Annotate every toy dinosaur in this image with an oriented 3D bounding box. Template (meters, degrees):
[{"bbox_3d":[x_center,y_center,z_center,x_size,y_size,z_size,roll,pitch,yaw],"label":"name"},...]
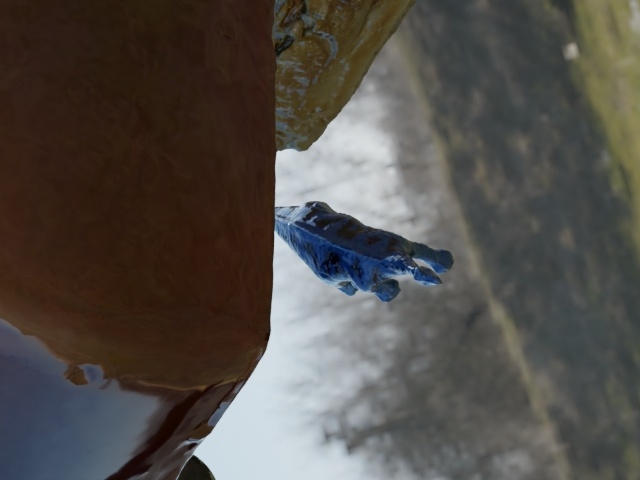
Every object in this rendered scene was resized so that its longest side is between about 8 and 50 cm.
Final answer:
[{"bbox_3d":[0.026,0.011,1.750,0.144,0.329,0.076,23,-90,-47],"label":"toy dinosaur"}]

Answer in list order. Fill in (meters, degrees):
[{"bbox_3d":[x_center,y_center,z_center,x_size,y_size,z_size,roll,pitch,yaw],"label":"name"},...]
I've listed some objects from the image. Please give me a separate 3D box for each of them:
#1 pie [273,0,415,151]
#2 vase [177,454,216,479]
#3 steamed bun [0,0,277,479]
[{"bbox_3d":[0.016,-0.181,1.384,0.128,0.282,0.068,3,-135,-39],"label":"pie"},{"bbox_3d":[-0.182,0.290,1.715,0.360,0.165,0.165,-54,-54,-78],"label":"vase"},{"bbox_3d":[-0.169,-0.053,0.856,0.235,0.248,0.379,124,152,-46],"label":"steamed bun"}]
